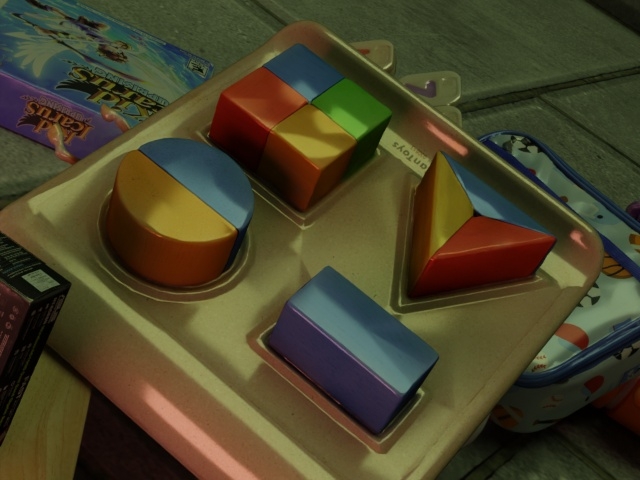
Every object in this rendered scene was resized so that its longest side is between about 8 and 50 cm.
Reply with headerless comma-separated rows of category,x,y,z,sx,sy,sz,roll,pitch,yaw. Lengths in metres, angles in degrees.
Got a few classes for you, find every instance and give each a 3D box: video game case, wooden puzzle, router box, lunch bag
video game case,-0.256,-0.176,1.190,0.269,0.061,0.244,23,29,-10
wooden puzzle,0.000,0.000,0.775,0.322,0.080,0.348,39,54,12
router box,-0.197,0.049,0.602,0.092,0.122,0.038,34,24,12
lunch bag,0.189,0.022,1.090,0.243,0.115,0.303,-27,51,-16

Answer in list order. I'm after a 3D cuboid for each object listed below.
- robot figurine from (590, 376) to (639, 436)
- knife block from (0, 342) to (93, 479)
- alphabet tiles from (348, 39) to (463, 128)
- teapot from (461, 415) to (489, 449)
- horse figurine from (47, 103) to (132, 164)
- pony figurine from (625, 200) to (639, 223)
robot figurine,0.349,0.141,1.135,0.219,0.128,0.158,32,57,5
knife block,-0.185,0.161,0.653,0.242,0.088,0.276,43,31,25
alphabet tiles,0.005,-0.105,1.146,0.278,0.021,0.284,-5,47,11
teapot,0.017,0.036,0.921,0.256,0.187,0.252,29,34,-6
horse figurine,-0.175,-0.004,0.875,0.174,0.066,0.263,36,68,17
pony figurine,0.436,0.026,1.311,0.363,0.303,0.351,49,2,41
